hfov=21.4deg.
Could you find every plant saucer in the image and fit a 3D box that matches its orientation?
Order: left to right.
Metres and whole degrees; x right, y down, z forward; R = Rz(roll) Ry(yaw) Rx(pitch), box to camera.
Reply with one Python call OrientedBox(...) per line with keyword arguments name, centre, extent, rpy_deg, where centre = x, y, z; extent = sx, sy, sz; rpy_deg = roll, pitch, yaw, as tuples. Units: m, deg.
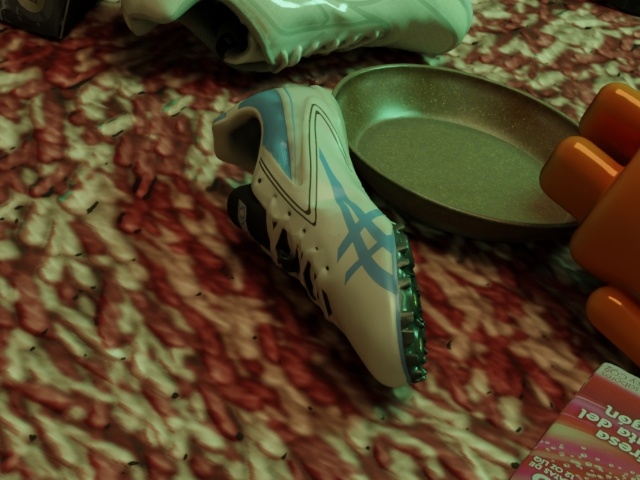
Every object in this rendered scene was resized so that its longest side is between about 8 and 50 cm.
OrientedBox(name="plant saucer", centre=(0.097, -0.052, 1.112), extent=(0.199, 0.036, 0.198), rpy_deg=(12, 32, -8))

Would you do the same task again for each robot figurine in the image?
OrientedBox(name="robot figurine", centre=(0.236, -0.002, 0.992), extent=(0.219, 0.128, 0.158), rpy_deg=(38, 39, 6))

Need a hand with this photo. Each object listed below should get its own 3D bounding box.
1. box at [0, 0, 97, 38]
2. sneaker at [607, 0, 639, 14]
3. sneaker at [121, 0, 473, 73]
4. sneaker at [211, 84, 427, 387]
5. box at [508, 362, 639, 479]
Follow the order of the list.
OrientedBox(name="box", centre=(-0.231, -0.227, 1.183), extent=(0.180, 0.077, 0.147), rpy_deg=(19, 31, 3))
OrientedBox(name="sneaker", centre=(0.229, -0.287, 1.486), extent=(0.300, 0.111, 0.121), rpy_deg=(23, 27, 5))
OrientedBox(name="sneaker", centre=(-0.019, -0.165, 1.187), extent=(0.292, 0.110, 0.118), rpy_deg=(12, 69, -32))
OrientedBox(name="sneaker", centre=(0.000, 0.000, 0.952), extent=(0.086, 0.085, 0.237), rpy_deg=(-19, 43, -7))
OrientedBox(name="box", centre=(0.188, 0.180, 0.701), extent=(0.257, 0.128, 0.123), rpy_deg=(28, 33, 16))
